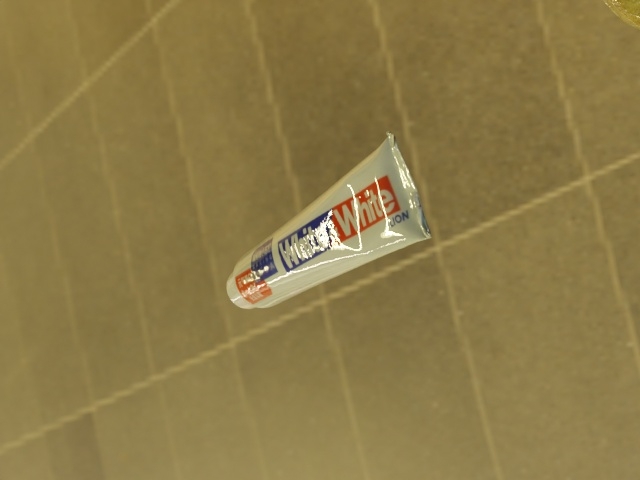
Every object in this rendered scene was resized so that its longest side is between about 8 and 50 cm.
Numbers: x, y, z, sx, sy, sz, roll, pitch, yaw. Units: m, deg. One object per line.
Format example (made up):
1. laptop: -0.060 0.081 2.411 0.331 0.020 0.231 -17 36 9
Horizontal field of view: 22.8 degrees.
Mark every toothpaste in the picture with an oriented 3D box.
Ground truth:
1. toothpaste: 0.000 0.000 0.805 0.218 0.033 0.052 -32 76 62

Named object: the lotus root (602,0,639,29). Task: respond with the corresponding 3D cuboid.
1. lotus root: 0.339 -0.354 1.730 0.154 0.154 0.278 0 126 58
